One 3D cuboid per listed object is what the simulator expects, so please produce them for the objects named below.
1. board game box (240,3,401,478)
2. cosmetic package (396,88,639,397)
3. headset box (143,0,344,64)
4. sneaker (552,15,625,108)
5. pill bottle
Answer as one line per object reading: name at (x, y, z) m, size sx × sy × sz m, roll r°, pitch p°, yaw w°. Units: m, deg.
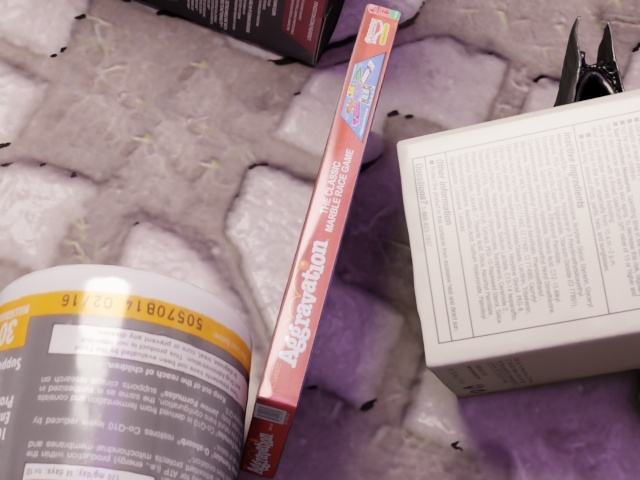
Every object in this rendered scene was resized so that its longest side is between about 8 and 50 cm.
board game box at (0.000, 0.000, 0.816) m, size 0.027 × 0.145 × 0.281 m, roll 16°, pitch 62°, yaw -1°
cosmetic package at (0.216, -0.008, 0.799) m, size 0.309 × 0.113 × 0.160 m, roll -10°, pitch 70°, yaw 13°
headset box at (-0.080, -0.261, 0.893) m, size 0.293 × 0.218 × 0.110 m, roll 21°, pitch 63°, yaw 3°
sneaker at (0.191, -0.068, 0.909) m, size 0.051 × 0.089 × 0.170 m, roll 6°, pitch 63°, yaw -6°
pill bottle at (-0.130, 0.167, 0.705) m, size 0.162 × 0.162 × 0.279 m, roll 8°, pitch 62°, yaw -4°
